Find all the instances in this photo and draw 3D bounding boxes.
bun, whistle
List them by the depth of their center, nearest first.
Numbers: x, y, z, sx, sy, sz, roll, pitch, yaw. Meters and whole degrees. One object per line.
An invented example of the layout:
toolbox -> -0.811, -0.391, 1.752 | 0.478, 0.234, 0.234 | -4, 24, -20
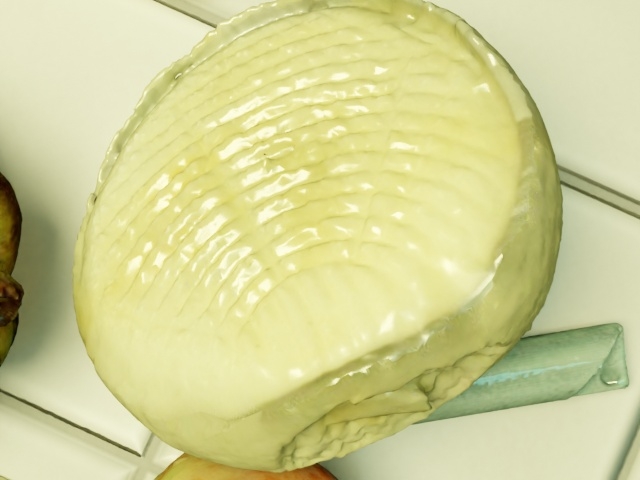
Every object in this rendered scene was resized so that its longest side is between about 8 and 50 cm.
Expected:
bun -> 0.002, -0.001, 0.568 | 0.364, 0.202, 0.364 | -10, 61, 18
whistle -> 0.114, 0.125, 0.642 | 0.312, 0.062, 0.062 | -9, 87, -1

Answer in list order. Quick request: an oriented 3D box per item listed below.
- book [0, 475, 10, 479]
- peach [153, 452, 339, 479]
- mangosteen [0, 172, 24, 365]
book -> -0.285, 0.286, 0.651 | 0.199, 0.016, 0.138 | 23, 86, 1
peach -> -0.045, 0.261, 0.571 | 0.232, 0.232, 0.232 | 0, 87, -1
mangosteen -> -0.372, 0.006, 0.519 | 0.330, 0.330, 0.330 | 0, 87, -1
